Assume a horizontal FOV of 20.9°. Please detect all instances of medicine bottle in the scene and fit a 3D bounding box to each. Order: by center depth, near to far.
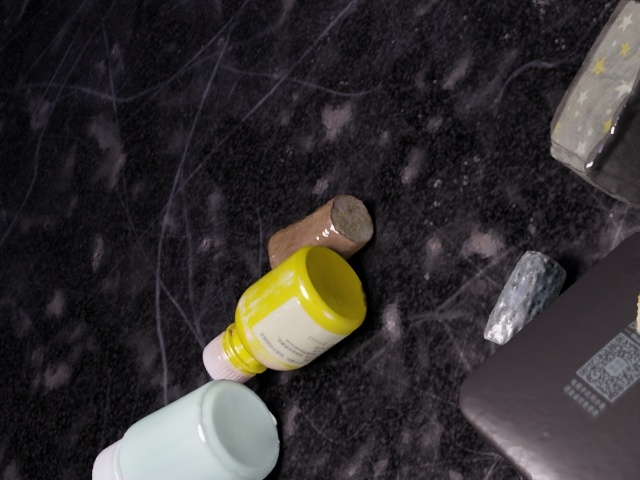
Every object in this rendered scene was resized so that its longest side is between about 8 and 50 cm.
[{"bbox_3d":[-0.053,0.107,2.167,0.212,0.122,0.122,-37,44,30],"label":"medicine bottle"},{"bbox_3d":[-0.172,0.275,2.190,0.225,0.139,0.139,-31,48,34],"label":"medicine bottle"}]

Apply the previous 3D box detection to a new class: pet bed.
[{"bbox_3d":[0.361,-0.130,1.777,0.211,0.183,0.159,-59,36,6],"label":"pet bed"}]

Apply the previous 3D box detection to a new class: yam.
[{"bbox_3d":[-0.002,0.001,2.207,0.127,0.084,0.084,-34,46,37],"label":"yam"}]

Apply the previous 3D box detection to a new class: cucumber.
[{"bbox_3d":[0.225,0.068,1.915,0.064,0.064,0.112,20,85,52],"label":"cucumber"}]

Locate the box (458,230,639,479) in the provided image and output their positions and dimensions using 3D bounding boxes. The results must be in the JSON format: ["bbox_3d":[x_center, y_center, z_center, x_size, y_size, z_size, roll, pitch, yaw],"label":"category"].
[{"bbox_3d":[0.306,0.144,1.698,0.289,0.073,0.290,-41,38,-6],"label":"box"}]

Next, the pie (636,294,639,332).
[{"bbox_3d":[0.417,0.049,1.593,0.308,0.085,0.308,-14,45,15],"label":"pie"}]
